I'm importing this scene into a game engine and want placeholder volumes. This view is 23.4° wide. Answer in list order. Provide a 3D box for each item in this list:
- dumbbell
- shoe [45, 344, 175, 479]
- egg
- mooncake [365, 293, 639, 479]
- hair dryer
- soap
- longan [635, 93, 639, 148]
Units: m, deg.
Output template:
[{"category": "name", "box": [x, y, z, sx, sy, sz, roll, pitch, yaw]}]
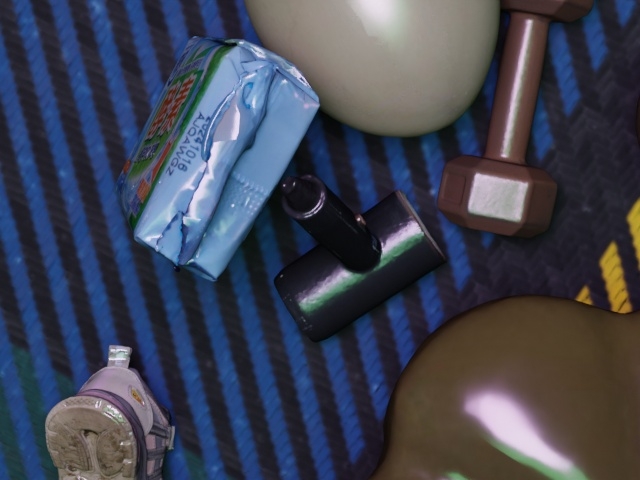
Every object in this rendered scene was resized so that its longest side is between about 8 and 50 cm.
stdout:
[{"category": "dumbbell", "box": [0.153, -0.119, 1.202, 0.082, 0.092, 0.230, 8, 96, -27]}, {"category": "shoe", "box": [-0.163, 0.169, 1.239, 0.089, 0.092, 0.180, 2, 128, 13]}, {"category": "egg", "box": [0.037, -0.189, 1.146, 0.186, 0.186, 0.241, -22, 72, 4]}, {"category": "mooncake", "box": [0.230, 0.250, 1.098, 0.467, 0.262, 0.467, -2, 75, 7]}, {"category": "hair dryer", "box": [0.000, 0.000, 1.143, 0.128, 0.255, 0.070, -35, 67, 8]}, {"category": "soap", "box": [-0.081, -0.067, 1.112, 0.077, 0.293, 0.156, 28, 92, -14]}, {"category": "longan", "box": [0.330, -0.082, 1.163, 0.187, 0.167, 0.167, 28, 95, 22]}]
